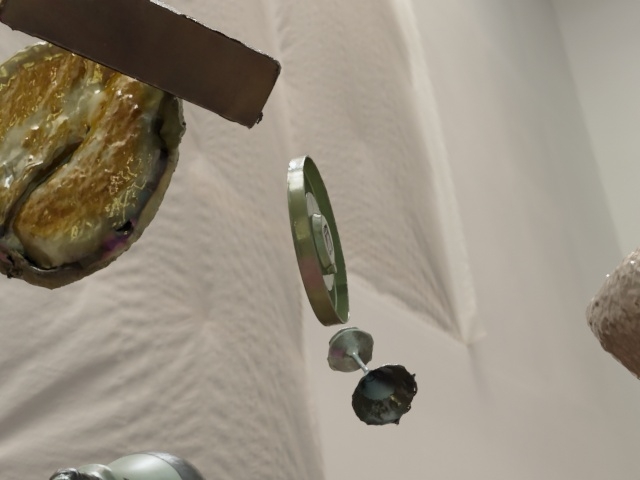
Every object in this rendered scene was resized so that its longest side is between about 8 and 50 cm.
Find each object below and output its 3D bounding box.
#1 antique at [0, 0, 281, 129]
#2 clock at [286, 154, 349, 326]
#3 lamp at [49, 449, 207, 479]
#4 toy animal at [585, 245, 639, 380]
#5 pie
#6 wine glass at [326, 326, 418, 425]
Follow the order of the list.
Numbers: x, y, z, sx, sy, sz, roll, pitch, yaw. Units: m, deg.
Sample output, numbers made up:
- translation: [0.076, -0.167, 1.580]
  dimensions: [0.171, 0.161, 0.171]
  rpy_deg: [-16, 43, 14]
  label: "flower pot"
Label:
- translation: [-0.193, -0.218, 1.125]
  dimensions: [0.310, 0.087, 0.093]
  rpy_deg: [20, -167, -32]
  label: "antique"
- translation: [0.000, 0.000, 1.415]
  dimensions: [0.235, 0.029, 0.235]
  rpy_deg: [-11, -90, -80]
  label: "clock"
- translation: [-0.235, 0.358, 1.315]
  dimensions: [0.314, 0.182, 0.182]
  rpy_deg: [38, -146, -78]
  label: "lamp"
- translation: [0.474, 0.096, 1.301]
  dimensions: [0.188, 0.358, 0.226]
  rpy_deg: [-43, -59, -31]
  label: "toy animal"
- translation: [-0.307, -0.098, 1.244]
  dimensions: [0.077, 0.339, 0.339]
  rpy_deg: [36, -141, -60]
  label: "pie"
- translation: [0.079, 0.230, 1.826]
  dimensions: [0.122, 0.122, 0.183]
  rpy_deg: [53, 176, -26]
  label: "wine glass"
